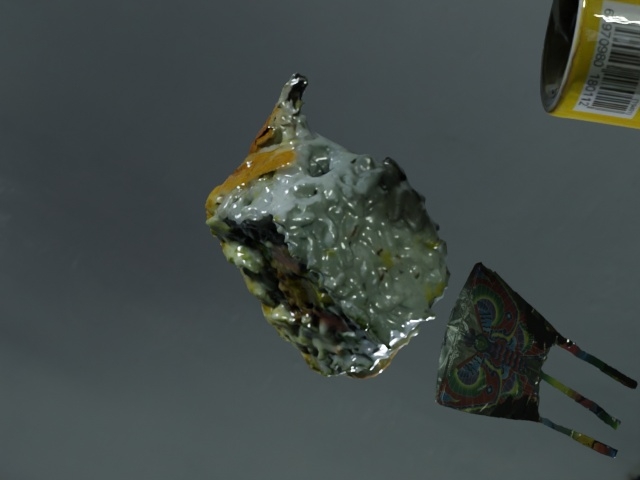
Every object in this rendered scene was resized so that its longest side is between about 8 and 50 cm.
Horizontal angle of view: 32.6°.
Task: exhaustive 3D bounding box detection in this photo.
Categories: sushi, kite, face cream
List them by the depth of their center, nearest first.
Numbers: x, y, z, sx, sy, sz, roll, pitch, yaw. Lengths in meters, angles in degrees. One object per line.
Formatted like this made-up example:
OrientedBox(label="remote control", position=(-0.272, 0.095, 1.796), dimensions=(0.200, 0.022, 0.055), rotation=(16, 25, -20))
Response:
OrientedBox(label="face cream", position=(0.320, -0.103, 0.679), dimensions=(0.349, 0.105, 0.105), rotation=(8, 140, 0))
OrientedBox(label="sushi", position=(0.000, 0.000, 1.004), dimensions=(0.274, 0.139, 0.184), rotation=(53, 150, -17))
OrientedBox(label="kite", position=(0.236, 0.141, 1.146), dimensions=(0.285, 0.152, 0.015), rotation=(28, 161, -30))
